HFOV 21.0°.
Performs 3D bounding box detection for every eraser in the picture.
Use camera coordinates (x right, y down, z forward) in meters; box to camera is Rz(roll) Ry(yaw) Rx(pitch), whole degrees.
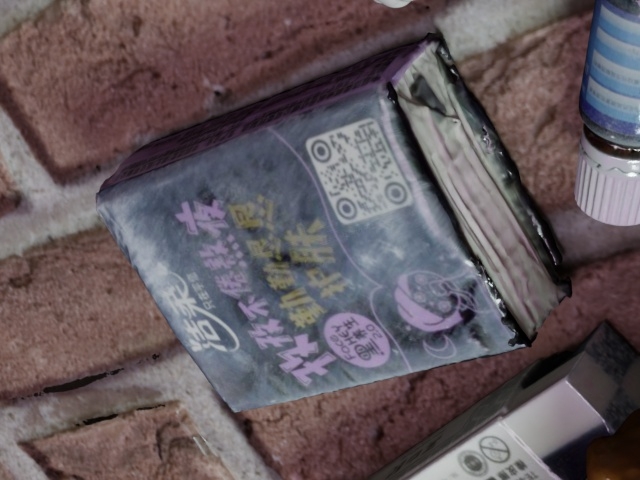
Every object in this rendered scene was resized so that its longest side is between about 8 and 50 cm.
[{"bbox_3d":[0.137,0.211,1.551,0.098,0.096,0.404,46,134,-3],"label":"eraser"}]

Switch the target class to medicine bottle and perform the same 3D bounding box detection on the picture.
[{"bbox_3d":[0.231,-0.107,1.260,0.083,0.083,0.203,19,130,21],"label":"medicine bottle"}]

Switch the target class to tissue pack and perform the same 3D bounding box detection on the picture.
[{"bbox_3d":[0.000,0.000,1.472,0.361,0.122,0.259,-18,109,43],"label":"tissue pack"}]

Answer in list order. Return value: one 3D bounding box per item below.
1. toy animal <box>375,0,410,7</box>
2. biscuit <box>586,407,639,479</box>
[{"bbox_3d":[0.069,-0.275,1.194,0.208,0.156,0.204,-15,117,35],"label":"toy animal"},{"bbox_3d":[0.397,0.264,1.321,0.395,0.166,0.342,2,127,10],"label":"biscuit"}]
